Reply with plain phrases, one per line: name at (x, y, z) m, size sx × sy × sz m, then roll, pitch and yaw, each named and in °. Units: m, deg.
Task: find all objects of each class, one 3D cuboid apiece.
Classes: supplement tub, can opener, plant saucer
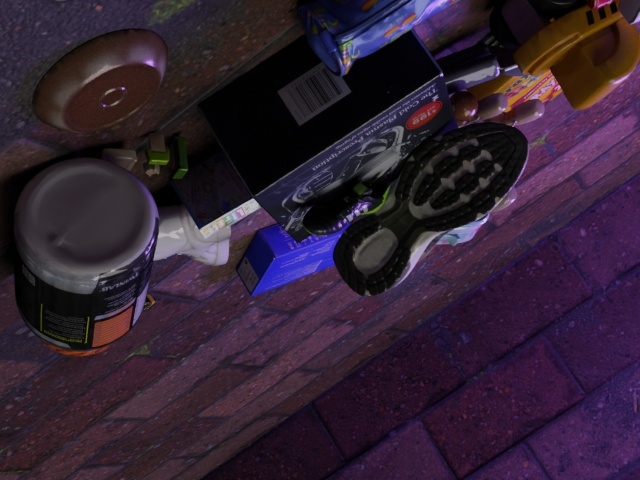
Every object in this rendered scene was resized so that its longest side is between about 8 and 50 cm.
supplement tub at (-0.363, 0.040, 1.786) m, size 0.207 × 0.207 × 0.338 m, roll -24°, pitch 160°, yaw -25°
can opener at (0.290, -0.298, 2.090) m, size 0.284 × 0.076 × 0.095 m, roll -21°, pitch 135°, yaw -3°
plant saucer at (-0.285, -0.202, 1.560) m, size 0.199 × 0.036 × 0.198 m, roll -28°, pitch 161°, yaw -11°

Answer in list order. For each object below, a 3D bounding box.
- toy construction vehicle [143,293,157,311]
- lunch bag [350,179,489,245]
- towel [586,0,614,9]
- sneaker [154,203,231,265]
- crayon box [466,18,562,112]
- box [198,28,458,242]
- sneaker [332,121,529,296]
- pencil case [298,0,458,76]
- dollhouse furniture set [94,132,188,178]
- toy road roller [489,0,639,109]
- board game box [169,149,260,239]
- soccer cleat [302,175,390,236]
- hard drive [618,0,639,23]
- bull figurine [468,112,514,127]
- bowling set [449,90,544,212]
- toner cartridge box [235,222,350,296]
toy construction vehicle at (-0.384, 0.143, 2.314) m, size 0.098 × 0.035 × 0.086 m, roll -39°, pitch 172°, yaw 29°
lunch bag at (0.183, -0.096, 2.224) m, size 0.279 × 0.224 × 0.108 m, roll -2°, pitch 148°, yaw -20°
towel at (0.513, -0.506, 1.868) m, size 0.275 × 0.198 × 0.031 m, roll -27°, pitch -160°, yaw -19°
sneaker at (-0.248, -0.011, 2.052) m, size 0.169 × 0.108 × 0.292 m, roll -11°, pitch 166°, yaw -8°
crayon box at (0.402, -0.340, 2.261) m, size 0.202 × 0.081 × 0.319 m, roll -42°, pitch 159°, yaw 28°
box at (0.028, -0.188, 1.882) m, size 0.343 × 0.179 × 0.312 m, roll -33°, pitch 163°, yaw 3°
sneaker at (0.198, -0.072, 2.004) m, size 0.410 × 0.158 × 0.182 m, roll -39°, pitch 176°, yaw 31°
pencil case at (0.118, -0.358, 1.675) m, size 0.306 × 0.119 × 0.133 m, roll -32°, pitch -170°, yaw -2°
dollhouse furniture set at (-0.278, -0.131, 1.778) m, size 0.152 × 0.058 × 0.076 m, roll 1°, pitch 155°, yaw -27°
toy road roller at (0.471, -0.374, 1.982) m, size 0.330 × 0.240 × 0.202 m, roll -28°, pitch 174°, yaw -19°
board game box at (-0.173, -0.076, 1.895) m, size 0.103 × 0.154 × 0.026 m, roll -31°, pitch 132°, yaw -5°
soccer cleat at (0.041, -0.059, 1.871) m, size 0.179 × 0.060 × 0.072 m, roll -25°, pitch 153°, yaw -41°
hard drive at (0.655, -0.472, 1.819) m, size 0.353 × 0.047 × 0.233 m, roll -22°, pitch 160°, yaw -14°
bull figurine at (0.270, -0.172, 2.444) m, size 0.310 × 0.101 × 0.188 m, roll -46°, pitch 152°, yaw 23°
bowling set at (0.272, -0.194, 2.126) m, size 0.154 × 0.200 × 0.287 m, roll -19°, pitch -146°, yaw 45°
toner cartridge box at (0.000, 0.000, 2.495) m, size 0.348 × 0.075 × 0.165 m, roll -20°, pitch 159°, yaw -33°
